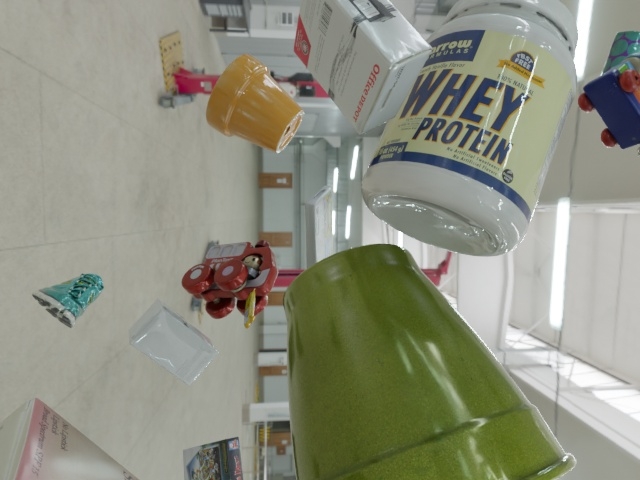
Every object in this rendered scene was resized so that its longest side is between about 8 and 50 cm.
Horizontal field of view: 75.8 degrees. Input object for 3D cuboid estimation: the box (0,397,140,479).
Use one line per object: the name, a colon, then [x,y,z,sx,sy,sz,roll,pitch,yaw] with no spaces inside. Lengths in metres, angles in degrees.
box: [-0.196,0.266,0.318,0.232,0.127,0.148,57,-20,-24]

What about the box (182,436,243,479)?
box: [-0.252,0.609,0.980,0.044,0.159,0.233,25,46,-53]

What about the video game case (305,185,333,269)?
video game case: [0.000,0.000,0.915,0.193,0.023,0.213,-56,146,-68]

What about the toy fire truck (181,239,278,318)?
toy fire truck: [-0.270,0.096,1.307,0.169,0.302,0.254,60,33,-38]

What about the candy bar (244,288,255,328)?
candy bar: [-0.182,0.173,1.062,0.040,0.018,0.161,-58,-164,12]

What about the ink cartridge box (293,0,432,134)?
ink cartridge box: [0.040,-0.216,0.468,0.150,0.063,0.109,54,-23,13]

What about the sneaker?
sneaker: [-0.555,0.117,0.926,0.107,0.110,0.275,49,-17,-16]

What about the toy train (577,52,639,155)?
toy train: [0.642,-0.243,0.814,0.248,0.143,0.105,53,-20,-5]

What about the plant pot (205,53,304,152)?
plant pot: [-0.152,-0.328,1.047,0.205,0.187,0.205,-56,180,0]

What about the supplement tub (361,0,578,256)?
supplement tub: [0.222,-0.165,0.607,0.235,0.235,0.325,122,-8,-80]

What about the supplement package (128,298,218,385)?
supplement package: [-0.355,0.243,0.993,0.105,0.179,0.105,-49,-156,-13]

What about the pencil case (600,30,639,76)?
pencil case: [0.705,-0.408,0.963,0.064,0.070,0.152,-84,-168,-83]

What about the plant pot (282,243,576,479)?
plant pot: [0.100,0.207,0.624,0.367,0.366,0.353,98,-24,-57]
